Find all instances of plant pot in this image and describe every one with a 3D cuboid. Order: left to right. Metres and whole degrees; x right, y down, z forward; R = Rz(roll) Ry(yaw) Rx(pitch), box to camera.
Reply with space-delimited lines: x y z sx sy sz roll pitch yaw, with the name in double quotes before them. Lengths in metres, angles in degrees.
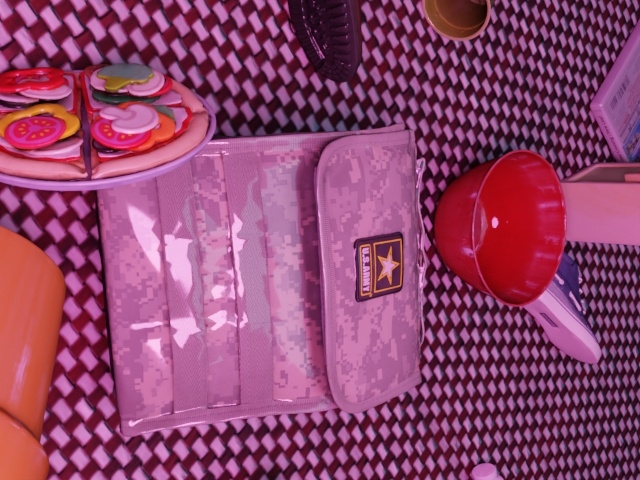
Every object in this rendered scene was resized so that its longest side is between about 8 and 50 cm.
"plant pot" -0.271 0.090 0.734 0.205 0.205 0.188 43 49 -37
"plant pot" 0.171 -0.283 1.203 0.079 0.083 0.083 -45 123 -46

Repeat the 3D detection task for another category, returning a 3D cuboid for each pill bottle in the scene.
"pill bottle" 0.214 0.322 1.310 0.043 0.043 0.083 -33 115 -37

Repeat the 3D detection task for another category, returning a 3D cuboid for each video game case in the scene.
"video game case" 0.478 -0.200 1.536 0.193 0.023 0.212 53 58 -33

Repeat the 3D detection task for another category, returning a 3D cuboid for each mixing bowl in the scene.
"mixing bowl" 0.198 -0.016 1.229 0.181 0.098 0.181 -3 95 -44

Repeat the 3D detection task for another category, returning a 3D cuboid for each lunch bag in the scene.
"lunch bag" -0.041 0.024 0.890 0.287 0.169 0.235 -5 98 -14

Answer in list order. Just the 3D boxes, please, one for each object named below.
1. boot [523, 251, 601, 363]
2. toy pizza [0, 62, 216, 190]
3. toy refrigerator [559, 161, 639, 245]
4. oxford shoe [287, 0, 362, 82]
"boot" 0.329 0.082 1.382 0.190 0.069 0.086 46 66 -34
"toy pizza" -0.180 -0.097 0.792 0.201 0.201 0.032 -27 132 -39
"toy refrigerator" 0.450 -0.051 1.350 0.102 0.269 0.094 -25 110 -39
"oxford shoe" 0.016 -0.274 1.046 0.096 0.083 0.227 -25 111 -45
